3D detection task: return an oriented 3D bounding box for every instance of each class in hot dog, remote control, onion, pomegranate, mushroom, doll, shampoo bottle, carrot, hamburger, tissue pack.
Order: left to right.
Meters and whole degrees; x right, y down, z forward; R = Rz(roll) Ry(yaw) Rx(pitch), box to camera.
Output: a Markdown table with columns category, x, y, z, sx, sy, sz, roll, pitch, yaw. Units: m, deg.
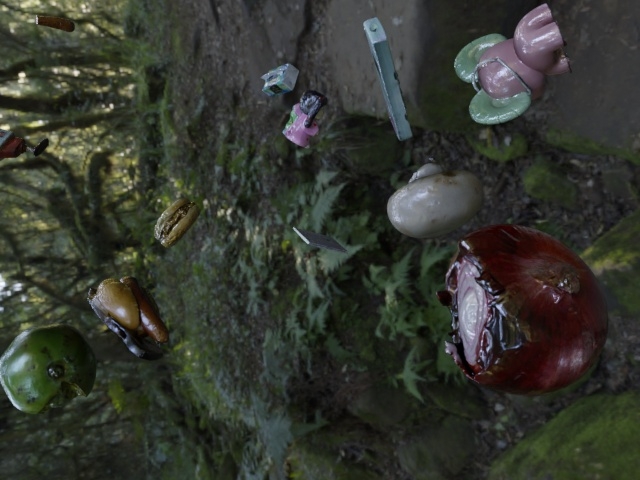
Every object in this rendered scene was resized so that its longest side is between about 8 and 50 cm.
| category | x | y | z | sx | sy | sz | roll | pitch | yaw |
| --- | --- | --- | --- | --- | --- | --- | --- | --- | --- |
| shampoo bottle | -0.988 | -0.297 | 1.731 | 0.153 | 0.285 | 0.071 | -93 | 17 | -44 |
| pomegranate | -0.717 | 0.340 | 1.512 | 0.302 | 0.236 | 0.235 | -33 | 65 | 61 |
| carrot | -0.681 | -0.559 | 1.469 | 0.032 | 0.093 | 0.032 | 5 | 97 | 49 |
| hot dog | -0.496 | 0.187 | 1.547 | 0.326 | 0.107 | 0.194 | 36 | -178 | 26 |
| hamburger | -0.550 | -0.070 | 2.174 | 0.108 | 0.213 | 0.214 | 40 | 174 | -10 |
| tissue pack | -0.144 | -0.551 | 1.945 | 0.111 | 0.079 | 0.085 | -2 | 66 | 48 |
| remote control | 0.197 | -0.452 | 1.633 | 0.145 | 0.050 | 0.344 | -101 | -11 | -45 |
| mushroom | 0.422 | -0.169 | 2.161 | 0.362 | 0.363 | 0.294 | 120 | 135 | -73 |
| doll | 0.491 | -0.453 | 1.484 | 0.216 | 0.269 | 0.284 | 36 | -142 | -53 |
| onion | 0.398 | 0.143 | 1.125 | 0.341 | 0.342 | 0.340 | 172 | 90 | -79 |

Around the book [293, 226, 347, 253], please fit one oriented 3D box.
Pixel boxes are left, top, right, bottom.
| category | x | y | z | sx | sy | sz | roll | pitch | yaw |
| --- | --- | --- | --- | --- | --- | --- | --- | --- | --- |
| book | 0.000 | 0.000 | 2.049 | 0.127 | 0.182 | 0.014 | 43 | 112 | 49 |

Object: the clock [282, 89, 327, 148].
| category | x | y | z | sx | sy | sz | roll | pitch | yaw |
| --- | --- | --- | --- | --- | --- | --- | --- | --- | --- |
| clock | -0.053 | -0.442 | 2.030 | 0.195 | 0.100 | 0.194 | -62 | 21 | 14 |
